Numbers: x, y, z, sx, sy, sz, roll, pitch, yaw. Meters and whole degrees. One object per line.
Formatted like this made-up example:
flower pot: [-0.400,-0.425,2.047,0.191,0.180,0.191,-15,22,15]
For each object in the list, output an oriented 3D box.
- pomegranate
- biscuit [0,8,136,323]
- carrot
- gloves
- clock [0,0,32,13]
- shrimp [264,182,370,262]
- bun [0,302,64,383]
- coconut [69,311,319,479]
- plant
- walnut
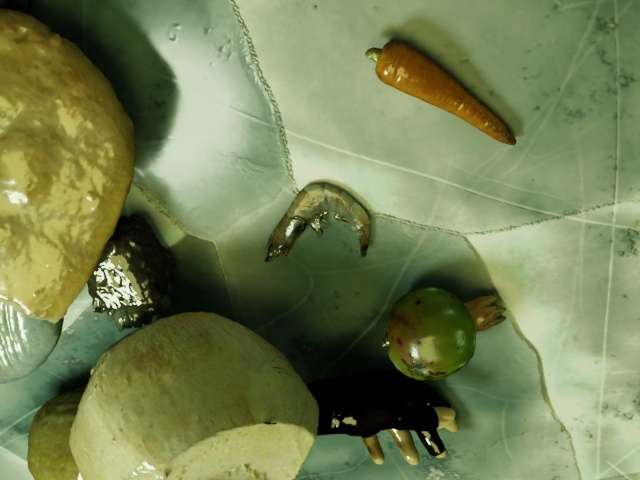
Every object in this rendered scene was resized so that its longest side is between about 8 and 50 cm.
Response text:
pomegranate: [0.199,0.144,1.415,0.205,0.159,0.159,-21,123,-4]
biscuit: [-0.482,-0.105,1.252,0.429,0.104,0.446,36,103,-10]
carrot: [0.175,-0.201,1.210,0.257,0.061,0.061,28,127,-14]
gloves: [0.120,0.307,1.545,0.301,0.152,0.197,28,155,-24]
clock: [-0.491,-0.370,1.226,0.184,0.040,0.184,5,129,7]
shrimp: [0.001,-0.002,1.411,0.148,0.035,0.195,29,125,-13]
bun: [-0.602,0.086,1.483,0.362,0.211,0.362,3,118,6]
coconut: [-0.228,0.299,1.470,0.405,0.404,0.404,6,127,7]
plant: [-0.316,0.059,1.459,0.132,0.129,0.194,-6,122,16]
walnut: [-0.433,0.404,1.682,0.283,0.283,0.227,-23,162,26]
